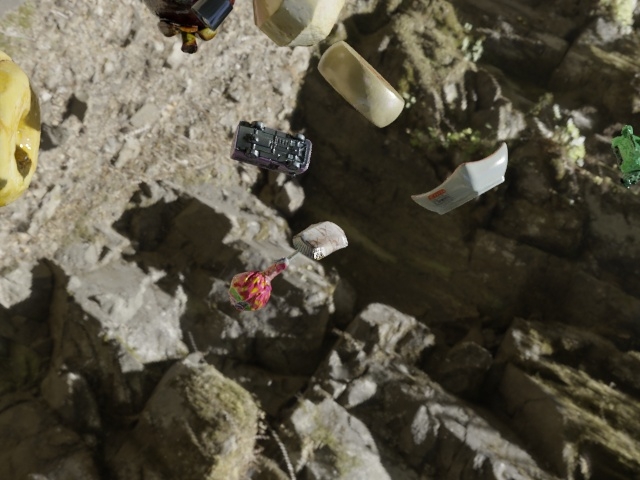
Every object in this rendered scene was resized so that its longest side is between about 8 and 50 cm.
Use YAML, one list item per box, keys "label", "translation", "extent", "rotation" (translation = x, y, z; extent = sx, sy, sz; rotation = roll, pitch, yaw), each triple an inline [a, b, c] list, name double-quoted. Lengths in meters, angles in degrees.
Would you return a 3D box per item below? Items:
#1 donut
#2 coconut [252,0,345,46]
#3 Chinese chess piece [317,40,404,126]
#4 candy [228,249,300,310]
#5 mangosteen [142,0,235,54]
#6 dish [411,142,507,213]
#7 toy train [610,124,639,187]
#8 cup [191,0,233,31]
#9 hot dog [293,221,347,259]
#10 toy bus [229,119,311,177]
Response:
- label: "donut"
  translation: [-0.848, -0.279, 1.484]
  extent: [0.449, 0.198, 0.449]
  rotation: [-170, -90, -77]
- label: "coconut"
  translation: [-0.067, -0.629, 1.486]
  extent: [0.259, 0.259, 0.259]
  rotation: [-55, 167, -19]
- label: "Chinese chess piece"
  translation: [0.114, -0.433, 1.619]
  extent: [0.102, 0.273, 0.273]
  rotation: [-45, 172, 17]
- label: "candy"
  translation: [-0.111, 0.073, 1.687]
  extent: [0.365, 0.124, 0.124]
  rotation: [-37, 169, 4]
- label: "mangosteen"
  translation: [-0.392, -0.754, 1.756]
  extent: [0.297, 0.297, 0.293]
  rotation: [-52, 131, -31]
- label: "dish"
  translation: [0.321, -0.125, 1.303]
  extent: [0.151, 0.077, 0.212]
  rotation: [-28, 177, -27]
- label: "toy train"
  translation: [0.619, -0.157, 1.117]
  extent: [0.081, 0.149, 0.099]
  rotation: [127, -32, -52]
- label: "cup"
  translation: [-0.268, -0.576, 1.454]
  extent: [0.077, 0.078, 0.100]
  rotation: [-46, -165, -1]
- label: "hot dog"
  translation: [0.000, 0.000, 1.579]
  extent: [0.191, 0.108, 0.059]
  rotation: [-24, 145, -56]
- label: "toy bus"
  translation: [-0.131, -0.233, 1.510]
  extent: [0.108, 0.199, 0.096]
  rotation: [153, -51, -66]
